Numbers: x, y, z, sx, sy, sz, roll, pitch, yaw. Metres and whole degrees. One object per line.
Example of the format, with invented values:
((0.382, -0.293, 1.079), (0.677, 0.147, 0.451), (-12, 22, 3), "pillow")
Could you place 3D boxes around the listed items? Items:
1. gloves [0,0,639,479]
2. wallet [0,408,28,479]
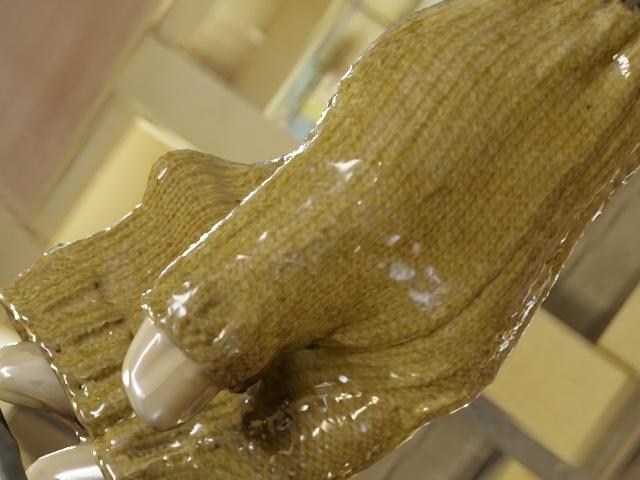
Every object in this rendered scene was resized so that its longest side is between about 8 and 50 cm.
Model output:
((0.015, 0.008, 0.842), (0.155, 0.356, 0.203), (57, -179, -9), "gloves")
((-0.159, 0.194, 0.652), (0.062, 0.228, 0.406), (-8, 164, -26), "wallet")
